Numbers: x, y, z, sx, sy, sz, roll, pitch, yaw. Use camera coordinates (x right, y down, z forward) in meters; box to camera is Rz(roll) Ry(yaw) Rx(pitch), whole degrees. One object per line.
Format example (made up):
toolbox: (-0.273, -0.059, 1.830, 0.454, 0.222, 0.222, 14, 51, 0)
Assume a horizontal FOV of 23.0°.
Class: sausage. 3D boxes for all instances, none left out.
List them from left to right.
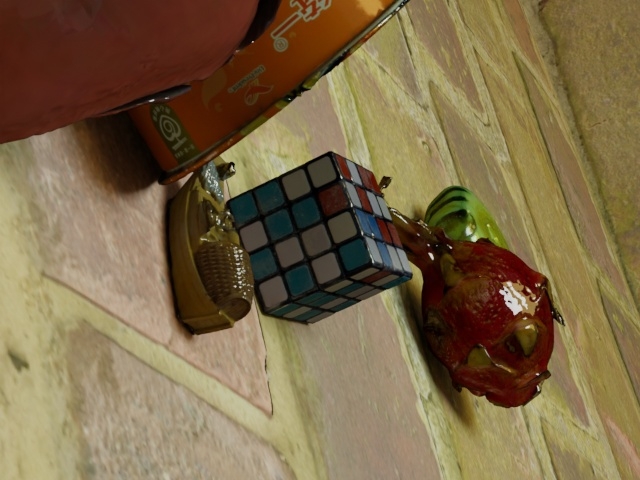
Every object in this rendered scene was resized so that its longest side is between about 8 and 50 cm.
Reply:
sausage: (-0.128, -0.134, 0.797, 0.279, 0.152, 0.152, -26, 90, -45)

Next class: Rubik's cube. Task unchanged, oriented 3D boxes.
Rubik's cube: (0.000, 0.000, 1.158, 0.092, 0.092, 0.092, 18, 50, -67)

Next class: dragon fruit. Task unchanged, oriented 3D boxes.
dragon fruit: (0.128, 0.044, 1.460, 0.246, 0.125, 0.125, 47, -14, 3)

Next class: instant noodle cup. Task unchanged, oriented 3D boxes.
instant noodle cup: (-0.069, -0.175, 1.016, 0.182, 0.230, 0.230, 51, 19, -9)

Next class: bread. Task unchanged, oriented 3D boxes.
bread: (0.150, 0.009, 1.625, 0.130, 0.071, 0.139, 65, 15, -11)

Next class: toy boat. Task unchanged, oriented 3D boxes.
toy boat: (-0.070, 0.000, 1.026, 0.047, 0.049, 0.149, 49, 23, -41)
